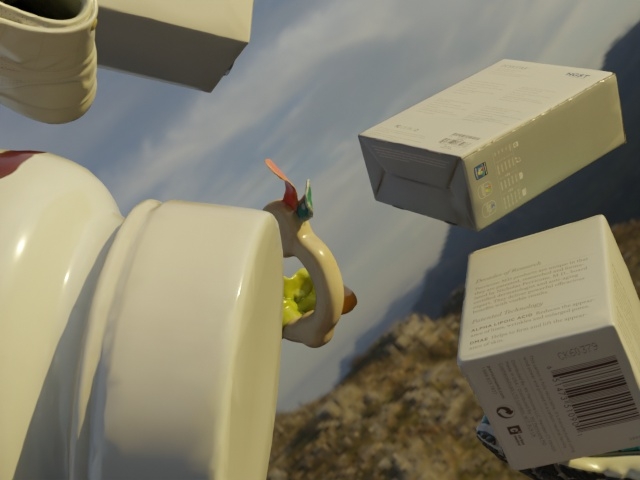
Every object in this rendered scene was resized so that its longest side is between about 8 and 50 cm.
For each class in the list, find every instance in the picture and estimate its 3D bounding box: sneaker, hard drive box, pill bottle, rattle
[{"bbox_3d":[-0.310,-0.207,0.868,0.169,0.292,0.108,124,164,-63],"label":"sneaker"},{"bbox_3d":[0.190,-0.114,1.230,0.232,0.089,0.181,-29,27,-25],"label":"hard drive box"},{"bbox_3d":[-0.224,0.060,0.560,0.224,0.392,0.224,6,-90,-85],"label":"pill bottle"},{"bbox_3d":[0.000,0.000,1.141,0.142,0.200,0.130,-14,22,-31],"label":"rattle"},{"bbox_3d":[0.305,0.212,1.172,0.107,0.275,0.110,61,-142,-58],"label":"sneaker"}]

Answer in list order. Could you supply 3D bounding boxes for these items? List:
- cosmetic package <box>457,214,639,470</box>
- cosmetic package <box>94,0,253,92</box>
[{"bbox_3d":[0.236,0.100,1.094,0.151,0.151,0.184,-17,28,21],"label":"cosmetic package"},{"bbox_3d":[-0.283,-0.324,1.437,0.197,0.365,0.155,150,127,-63],"label":"cosmetic package"}]
